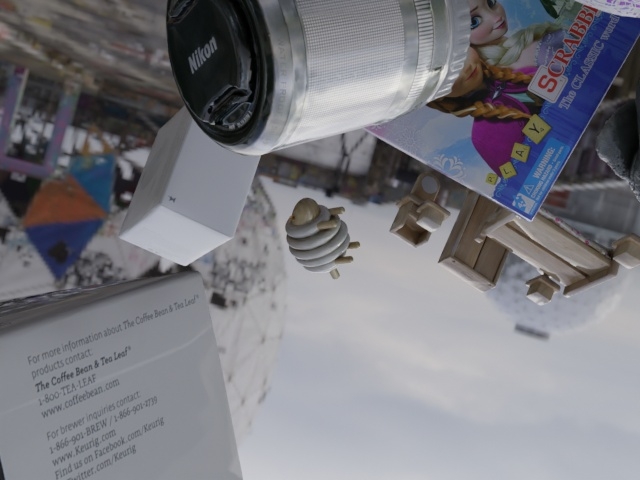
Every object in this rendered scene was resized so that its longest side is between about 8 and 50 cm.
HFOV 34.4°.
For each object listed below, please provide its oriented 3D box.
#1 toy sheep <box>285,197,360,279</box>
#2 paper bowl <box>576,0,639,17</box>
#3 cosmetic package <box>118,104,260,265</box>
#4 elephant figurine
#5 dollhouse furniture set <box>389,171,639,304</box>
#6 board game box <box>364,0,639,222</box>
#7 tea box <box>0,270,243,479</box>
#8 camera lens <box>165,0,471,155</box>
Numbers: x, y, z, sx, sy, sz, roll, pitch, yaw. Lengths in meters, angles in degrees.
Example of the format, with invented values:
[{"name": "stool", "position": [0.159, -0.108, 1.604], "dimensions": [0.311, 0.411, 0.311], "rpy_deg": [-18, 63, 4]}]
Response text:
[{"name": "toy sheep", "position": [0.000, 0.000, 1.367], "dimensions": [0.091, 0.132, 0.091], "rpy_deg": [-18, -154, 9]}, {"name": "paper bowl", "position": [0.341, -0.353, 1.068], "dimensions": [0.284, 0.284, 0.148], "rpy_deg": [16, 160, 15]}, {"name": "cosmetic package", "position": [-0.211, -0.102, 1.730], "dimensions": [0.138, 0.224, 0.225], "rpy_deg": [25, 157, -19]}, {"name": "elephant figurine", "position": [0.412, -0.098, 1.202], "dimensions": [0.186, 0.239, 0.169], "rpy_deg": [22, -153, 2]}, {"name": "dollhouse furniture set", "position": [0.338, -0.059, 1.725], "dimensions": [0.303, 0.173, 0.355], "rpy_deg": [32, 153, -12]}, {"name": "board game box", "position": [0.208, -0.236, 1.315], "dimensions": [0.318, 0.318, 0.066], "rpy_deg": [29, -176, 9]}, {"name": "tea box", "position": [-0.264, 0.164, 0.573], "dimensions": [0.324, 0.219, 0.329], "rpy_deg": [-7, -175, 29]}, {"name": "camera lens", "position": [-0.008, -0.218, 1.088], "dimensions": [0.274, 0.219, 0.219], "rpy_deg": [-18, -159, -33]}]
